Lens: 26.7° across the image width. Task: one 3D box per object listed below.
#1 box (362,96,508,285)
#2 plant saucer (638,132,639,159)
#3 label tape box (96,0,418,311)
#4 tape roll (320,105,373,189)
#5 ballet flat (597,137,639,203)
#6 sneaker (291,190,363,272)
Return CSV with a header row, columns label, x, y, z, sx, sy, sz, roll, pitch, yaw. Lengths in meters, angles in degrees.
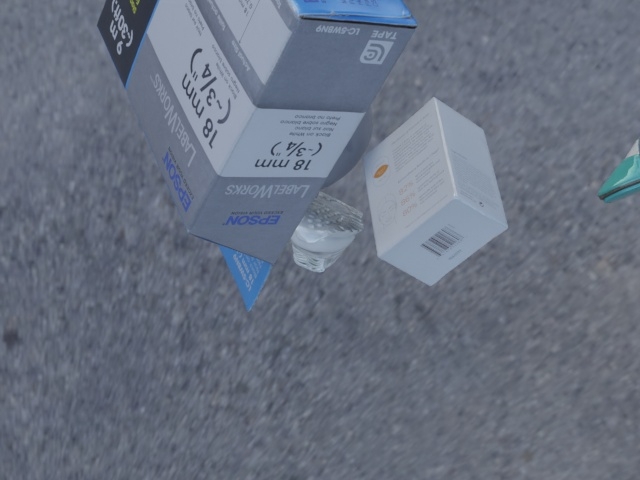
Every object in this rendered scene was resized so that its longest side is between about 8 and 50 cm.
label,x,y,z,sx,sy,sz,roll,pitch,yaw
box,0.133,-0.058,1.598,0.091,0.130,0.170,29,38,-32
plant saucer,0.525,-0.081,1.561,0.317,0.317,0.043,33,61,2
label tape box,-0.082,-0.130,1.071,0.106,0.333,0.240,-3,51,-33
tape roll,-0.045,-0.162,1.695,0.219,0.072,0.219,-3,57,5
ballet flat,0.484,-0.126,1.815,0.247,0.083,0.087,-19,83,15
sneaker,0.000,0.000,1.753,0.090,0.235,0.095,30,100,8
